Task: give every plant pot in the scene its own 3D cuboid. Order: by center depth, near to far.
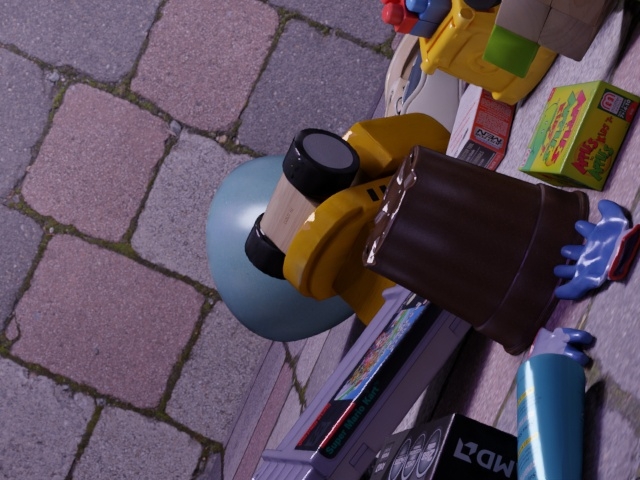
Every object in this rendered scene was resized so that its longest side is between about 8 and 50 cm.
[{"bbox_3d":[0.138,-0.002,1.474,0.167,0.165,0.167,-156,90,-84],"label":"plant pot"},{"bbox_3d":[0.000,0.000,2.388,0.195,0.290,0.290,-12,49,46],"label":"plant pot"}]

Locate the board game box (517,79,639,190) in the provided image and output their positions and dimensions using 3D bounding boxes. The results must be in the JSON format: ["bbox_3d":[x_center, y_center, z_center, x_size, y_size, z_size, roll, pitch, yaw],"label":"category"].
[{"bbox_3d":[0.242,-0.099,1.503,0.181,0.043,0.092,-146,80,-84],"label":"board game box"}]

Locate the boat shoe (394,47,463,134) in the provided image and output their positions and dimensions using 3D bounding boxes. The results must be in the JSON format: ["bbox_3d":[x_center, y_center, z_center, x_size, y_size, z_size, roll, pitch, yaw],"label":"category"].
[{"bbox_3d":[0.161,-0.207,2.361,0.079,0.095,0.254,116,164,-63],"label":"boat shoe"}]

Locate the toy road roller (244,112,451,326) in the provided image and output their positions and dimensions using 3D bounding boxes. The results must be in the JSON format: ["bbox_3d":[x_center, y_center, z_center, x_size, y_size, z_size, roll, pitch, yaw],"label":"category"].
[{"bbox_3d":[0.081,-0.015,2.129,0.329,0.240,0.202,-17,-36,-45],"label":"toy road roller"}]

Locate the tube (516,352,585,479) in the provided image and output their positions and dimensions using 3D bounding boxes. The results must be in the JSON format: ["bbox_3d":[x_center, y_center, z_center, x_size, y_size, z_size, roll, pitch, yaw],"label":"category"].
[{"bbox_3d":[0.166,0.174,1.145,0.207,0.052,0.080,-81,4,-46],"label":"tube"}]

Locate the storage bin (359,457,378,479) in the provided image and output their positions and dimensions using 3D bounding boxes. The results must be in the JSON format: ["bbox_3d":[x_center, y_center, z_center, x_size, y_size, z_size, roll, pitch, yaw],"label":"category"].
[{"bbox_3d":[0.015,0.305,1.778,0.180,0.084,0.122,-110,44,-80],"label":"storage bin"}]

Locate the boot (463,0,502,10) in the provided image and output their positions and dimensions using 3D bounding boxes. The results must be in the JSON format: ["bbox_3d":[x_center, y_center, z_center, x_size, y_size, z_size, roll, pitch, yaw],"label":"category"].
[{"bbox_3d":[0.215,-0.357,1.704,0.137,0.077,0.198,-27,-40,-46],"label":"boot"}]

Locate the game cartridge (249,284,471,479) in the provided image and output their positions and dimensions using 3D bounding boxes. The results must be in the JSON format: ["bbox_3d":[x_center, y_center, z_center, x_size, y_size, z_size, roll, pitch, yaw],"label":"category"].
[{"bbox_3d":[0.052,0.150,1.672,0.355,0.068,0.230,-52,4,-14],"label":"game cartridge"}]

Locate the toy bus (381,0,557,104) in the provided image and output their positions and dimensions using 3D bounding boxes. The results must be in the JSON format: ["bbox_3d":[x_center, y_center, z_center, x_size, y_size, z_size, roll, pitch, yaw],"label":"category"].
[{"bbox_3d":[0.175,-0.298,1.920,0.149,0.211,0.220,125,151,-51],"label":"toy bus"}]

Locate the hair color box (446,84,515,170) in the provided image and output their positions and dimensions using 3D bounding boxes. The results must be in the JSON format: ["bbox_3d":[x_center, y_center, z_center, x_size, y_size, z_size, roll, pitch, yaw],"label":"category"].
[{"bbox_3d":[0.203,-0.144,1.990,0.093,0.053,0.167,122,171,-47],"label":"hair color box"}]

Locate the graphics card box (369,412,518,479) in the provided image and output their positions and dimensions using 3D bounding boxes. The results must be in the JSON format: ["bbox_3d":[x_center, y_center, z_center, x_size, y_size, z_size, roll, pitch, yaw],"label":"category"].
[{"bbox_3d":[0.055,0.332,1.277,0.233,0.094,0.371,134,160,-74],"label":"graphics card box"}]

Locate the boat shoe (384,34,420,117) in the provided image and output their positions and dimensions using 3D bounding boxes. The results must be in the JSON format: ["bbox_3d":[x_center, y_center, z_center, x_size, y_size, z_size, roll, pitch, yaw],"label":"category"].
[{"bbox_3d":[0.148,-0.194,2.453,0.098,0.109,0.302,177,110,-78],"label":"boat shoe"}]

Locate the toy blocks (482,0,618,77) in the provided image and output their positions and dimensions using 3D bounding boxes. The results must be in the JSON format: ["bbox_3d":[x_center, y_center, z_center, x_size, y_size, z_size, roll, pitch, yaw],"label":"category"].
[{"bbox_3d":[0.297,-0.369,1.554,0.261,0.191,0.381,-55,-13,-41],"label":"toy blocks"}]

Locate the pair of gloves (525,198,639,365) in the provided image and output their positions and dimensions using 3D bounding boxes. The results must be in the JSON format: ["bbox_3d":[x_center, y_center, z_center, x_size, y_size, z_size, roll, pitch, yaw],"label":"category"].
[{"bbox_3d":[0.208,0.058,1.310,0.159,0.023,0.198,-156,91,-84],"label":"pair of gloves"}]
